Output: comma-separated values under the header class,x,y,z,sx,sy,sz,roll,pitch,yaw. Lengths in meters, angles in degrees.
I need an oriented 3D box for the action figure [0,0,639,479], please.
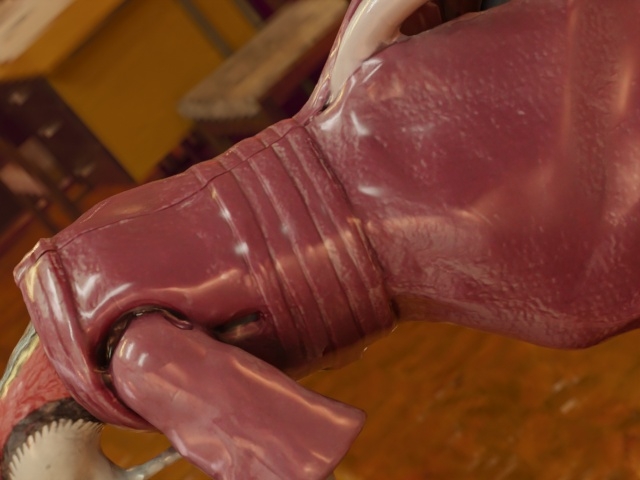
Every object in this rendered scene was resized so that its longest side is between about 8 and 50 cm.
class,x,y,z,sx,sy,sz,roll,pitch,yaw
action figure,0.000,0.000,0.673,0.370,0.276,0.248,-28,37,-10
